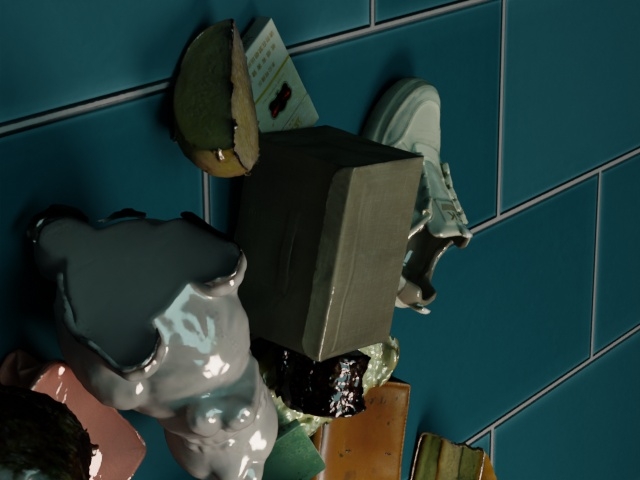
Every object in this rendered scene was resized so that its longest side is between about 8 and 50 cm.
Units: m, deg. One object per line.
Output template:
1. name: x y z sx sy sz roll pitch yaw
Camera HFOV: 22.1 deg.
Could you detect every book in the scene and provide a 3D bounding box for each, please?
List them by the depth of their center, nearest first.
1. book: -0.064 0.280 1.959 0.135 0.017 0.103 -33 135 -5

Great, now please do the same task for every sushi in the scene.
1. sushi: -0.312 0.263 1.475 0.197 0.182 0.343 8 116 -16
2. sushi: 0.004 0.163 1.908 0.098 0.094 0.084 -4 103 -46

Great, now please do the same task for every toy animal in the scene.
1. toy animal: -0.146 0.119 1.682 0.194 0.258 0.357 -37 149 -11

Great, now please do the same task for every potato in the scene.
1. potato: -0.120 -0.141 1.771 0.100 0.089 0.172 55 27 -62

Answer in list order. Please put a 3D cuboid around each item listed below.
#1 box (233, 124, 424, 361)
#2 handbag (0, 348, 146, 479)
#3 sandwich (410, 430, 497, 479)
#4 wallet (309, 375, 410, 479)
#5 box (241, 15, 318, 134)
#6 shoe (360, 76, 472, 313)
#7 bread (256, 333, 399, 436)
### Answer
1. box: 0.000 0.000 1.885 0.155 0.149 0.231 -13 118 -52
2. handbag: -0.271 0.221 1.661 0.157 0.059 0.212 -63 144 -22
3. sandwich: 0.164 0.390 2.302 0.187 0.117 0.144 -58 139 -25
4. wallet: 0.045 0.253 2.155 0.195 0.042 0.160 10 85 -52
5. box: -0.058 -0.167 1.884 0.090 0.024 0.167 -57 142 -26
6. shoe: 0.126 -0.046 2.076 0.124 0.159 0.316 15 90 -55
7. bread: -0.006 0.160 2.012 0.232 0.088 0.128 -29 115 -37
